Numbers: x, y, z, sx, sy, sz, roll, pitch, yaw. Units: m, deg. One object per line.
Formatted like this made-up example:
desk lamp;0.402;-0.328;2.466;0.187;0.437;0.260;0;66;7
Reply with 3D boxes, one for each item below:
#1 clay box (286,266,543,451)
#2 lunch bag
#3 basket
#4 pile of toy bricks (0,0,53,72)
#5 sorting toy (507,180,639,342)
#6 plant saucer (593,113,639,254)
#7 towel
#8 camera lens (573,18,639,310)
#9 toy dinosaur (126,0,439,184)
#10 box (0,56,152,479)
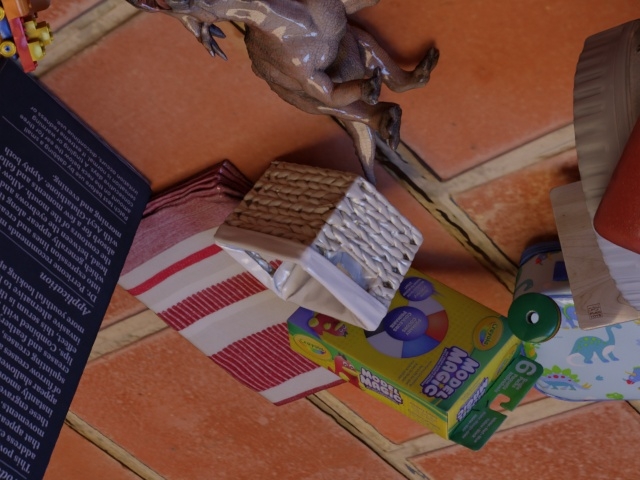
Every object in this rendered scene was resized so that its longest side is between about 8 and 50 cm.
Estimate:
clay box;0.093;0.100;1.319;0.222;0.127;0.053;27;146;28
lunch bag;0.300;0.075;1.323;0.219;0.090;0.176;-3;137;21
basket;0.000;0.000;1.268;0.113;0.103;0.167;42;166;-31
pile of toy bricks;-0.235;-0.256;1.110;0.105;0.118;0.212;-16;120;-7
sorting toy;0.294;0.001;1.218;0.275;0.132;0.046;-15;169;19
plant saucer;0.312;-0.046;0.764;0.259;0.047;0.258;22;126;7
towel;-0.077;0.063;1.466;0.237;0.037;0.329;-23;128;37
camera lens;0.331;-0.068;0.909;0.274;0.219;0.219;-11;134;27
toy dinosaur;-0.024;-0.162;1.133;0.200;0.127;0.295;9;157;23
box;-0.375;0.072;1.285;0.294;0.395;0.212;-21;128;36
